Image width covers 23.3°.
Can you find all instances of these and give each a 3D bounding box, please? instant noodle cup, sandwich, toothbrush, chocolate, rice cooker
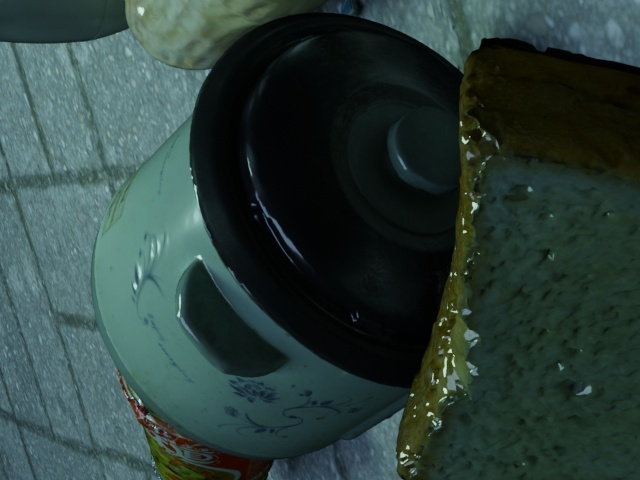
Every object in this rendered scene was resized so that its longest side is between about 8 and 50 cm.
[{"bbox_3d":[-0.105,0.162,1.522,0.193,0.193,0.212,55,158,27],"label":"instant noodle cup"},{"bbox_3d":[0.178,0.042,0.824,0.095,0.249,0.273,-79,-3,-48],"label":"sandwich"},{"bbox_3d":[0.004,-0.148,1.259,0.162,0.014,0.017,121,143,-59],"label":"toothbrush"},{"bbox_3d":[-0.072,-0.214,1.222,0.309,0.134,0.134,-22,88,65],"label":"chocolate"},{"bbox_3d":[0.000,0.000,1.049,0.264,0.316,0.316,50,153,0],"label":"rice cooker"}]

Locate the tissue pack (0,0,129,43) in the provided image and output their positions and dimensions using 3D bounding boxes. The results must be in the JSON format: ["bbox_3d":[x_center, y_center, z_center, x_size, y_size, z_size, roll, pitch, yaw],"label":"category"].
[{"bbox_3d":[-0.268,-0.307,1.437,0.333,0.236,0.229,27,122,54],"label":"tissue pack"}]
